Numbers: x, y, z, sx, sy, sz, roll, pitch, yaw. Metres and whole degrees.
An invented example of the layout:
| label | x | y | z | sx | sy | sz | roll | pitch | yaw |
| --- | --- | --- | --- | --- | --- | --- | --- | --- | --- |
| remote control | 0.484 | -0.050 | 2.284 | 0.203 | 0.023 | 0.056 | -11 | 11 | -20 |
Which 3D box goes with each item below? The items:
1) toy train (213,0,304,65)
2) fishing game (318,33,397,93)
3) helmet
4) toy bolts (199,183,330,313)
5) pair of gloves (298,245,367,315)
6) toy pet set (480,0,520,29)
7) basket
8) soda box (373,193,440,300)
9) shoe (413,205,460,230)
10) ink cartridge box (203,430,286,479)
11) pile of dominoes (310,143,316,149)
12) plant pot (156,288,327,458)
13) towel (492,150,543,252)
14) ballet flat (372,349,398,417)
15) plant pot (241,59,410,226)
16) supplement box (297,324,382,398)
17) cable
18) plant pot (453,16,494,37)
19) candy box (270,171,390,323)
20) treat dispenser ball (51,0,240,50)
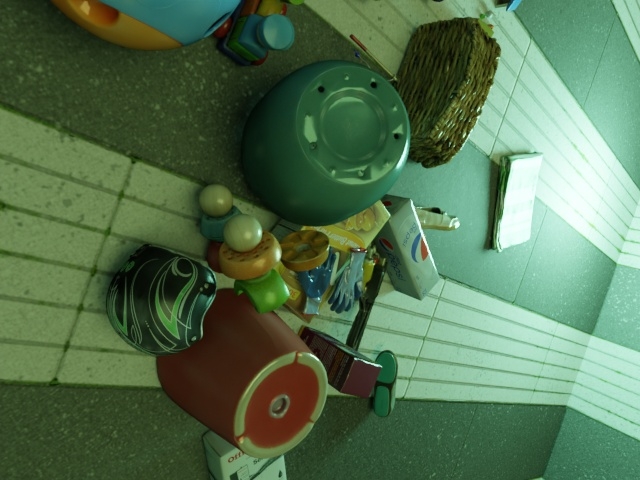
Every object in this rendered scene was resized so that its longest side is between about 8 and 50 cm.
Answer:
| label | x | y | z | sx | sy | sz | roll | pitch | yaw |
| --- | --- | --- | --- | --- | --- | --- | --- | --- | --- |
| toy train | -0.074 | -0.426 | 0.772 | 0.105 | 0.143 | 0.248 | 25 | 86 | -42 |
| fishing game | 0.040 | -0.276 | 0.949 | 0.189 | 0.041 | 0.264 | 35 | 89 | -21 |
| helmet | -0.267 | 0.106 | 0.758 | 0.169 | 0.169 | 0.162 | 36 | 63 | -40 |
| toy bolts | -0.115 | -0.021 | 0.803 | 0.218 | 0.228 | 0.159 | -35 | 131 | -31 |
| pair of gloves | 0.025 | 0.085 | 0.969 | 0.198 | 0.023 | 0.159 | 5 | 102 | -43 |
| toy pet set | 0.495 | -0.645 | 1.239 | 0.114 | 0.065 | 0.122 | -26 | 119 | -32 |
| basket | 0.315 | -0.334 | 1.081 | 0.223 | 0.213 | 0.299 | 23 | 88 | -41 |
| soda box | 0.213 | 0.021 | 1.178 | 0.091 | 0.098 | 0.286 | -43 | 126 | -22 |
| shoe | 0.312 | -0.063 | 1.249 | 0.219 | 0.076 | 0.058 | -2 | 109 | -38 |
| ink cartridge box | -0.163 | 0.499 | 1.009 | 0.153 | 0.086 | 0.209 | -19 | 114 | -36 |
| pile of dominoes | 0.052 | -0.239 | 1.004 | 0.196 | 0.040 | 0.251 | 22 | 88 | -42 |
| plant pot | -0.135 | 0.254 | 0.857 | 0.274 | 0.243 | 0.275 | -13 | 111 | -36 |
| towel | 0.679 | -0.135 | 1.564 | 0.247 | 0.038 | 0.325 | -14 | 111 | -38 |
| ballet flat | 0.185 | 0.399 | 1.298 | 0.068 | 0.072 | 0.213 | -27 | 123 | -63 |
| plant pot | 0.021 | -0.173 | 0.795 | 0.292 | 0.235 | 0.293 | 0 | 90 | -16 |
| supplement box | 0.031 | 0.274 | 1.037 | 0.104 | 0.188 | 0.081 | 29 | 84 | -41 |
| cable | 0.103 | 0.147 | 1.146 | 0.139 | 0.072 | 0.287 | -10 | 119 | -75 |
| plant pot | 0.380 | -0.516 | 1.174 | 0.081 | 0.081 | 0.083 | 11 | 104 | -41 |
| candy box | 0.000 | 0.000 | 0.992 | 0.316 | 0.087 | 0.183 | -52 | 130 | -13 |
| treat dispenser ball | -0.225 | -0.389 | 0.561 | 0.288 | 0.288 | 0.288 | -13 | 111 | -37 |
